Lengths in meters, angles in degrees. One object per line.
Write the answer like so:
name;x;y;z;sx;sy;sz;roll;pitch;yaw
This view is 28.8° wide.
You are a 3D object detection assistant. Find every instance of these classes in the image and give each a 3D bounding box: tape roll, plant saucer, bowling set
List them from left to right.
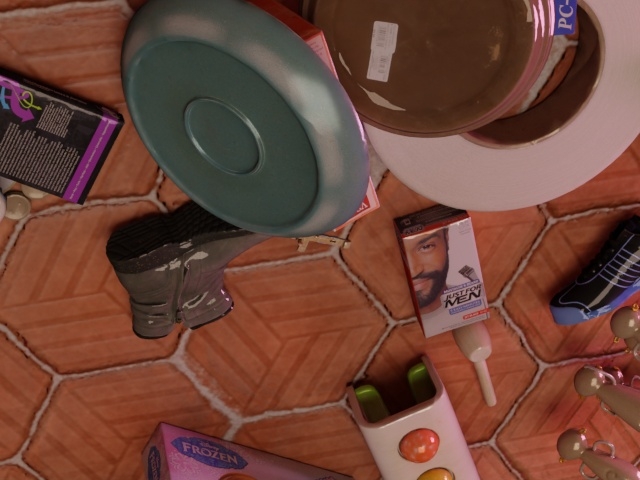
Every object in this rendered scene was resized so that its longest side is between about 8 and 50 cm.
plant saucer;-0.094;-0.119;1.328;0.044;0.317;0.317;-49;134;-36
plant saucer;0.111;-0.227;1.335;0.278;0.041;0.278;4;123;6
tape roll;0.223;-0.215;1.461;0.392;0.072;0.392;-7;124;-10
bowling set;0.444;0.194;1.755;0.154;0.200;0.287;31;120;11

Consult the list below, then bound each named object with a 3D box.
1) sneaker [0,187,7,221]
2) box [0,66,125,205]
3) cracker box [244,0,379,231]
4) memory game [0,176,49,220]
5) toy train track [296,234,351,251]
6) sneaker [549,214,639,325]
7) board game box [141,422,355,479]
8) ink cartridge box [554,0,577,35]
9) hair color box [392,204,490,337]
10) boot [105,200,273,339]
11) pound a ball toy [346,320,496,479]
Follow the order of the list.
sneaker;-0.459;0.005;1.406;0.237;0.086;0.085;-23;126;7
box;-0.317;-0.117;1.395;0.162;0.029;0.116;20;113;-27
cracker box;-0.025;-0.142;1.386;0.067;0.156;0.232;-30;125;-13
memory game;-0.390;-0.092;1.417;0.186;0.012;0.186;-6;123;-10
toy train track;0.000;0.000;1.574;0.083;0.014;0.048;10;119;-21
sneaker;0.399;0.026;1.662;0.232;0.081;0.090;-29;106;9
board game box;-0.065;0.399;1.629;0.318;0.318;0.066;21;114;-26
ink cartridge box;0.225;-0.319;1.325;0.097;0.046;0.207;-7;123;-8
hair color box;0.158;0.038;1.615;0.093;0.053;0.167;-18;123;-2
boot;-0.132;0.028;1.534;0.246;0.083;0.161;-17;135;-1
pound a ball toy;0.175;0.275;1.721;0.208;0.136;0.319;-22;125;0
